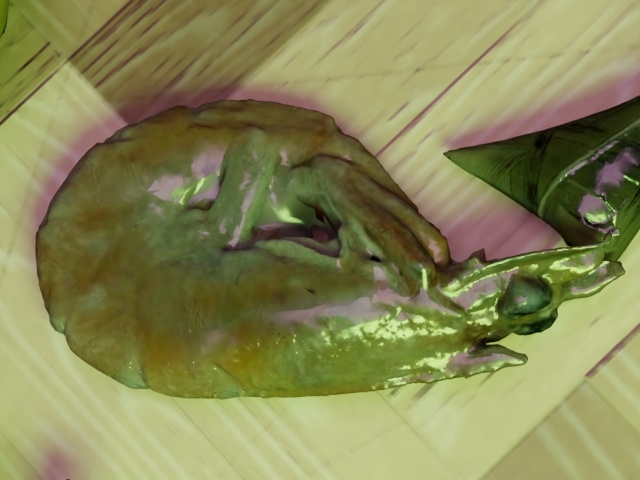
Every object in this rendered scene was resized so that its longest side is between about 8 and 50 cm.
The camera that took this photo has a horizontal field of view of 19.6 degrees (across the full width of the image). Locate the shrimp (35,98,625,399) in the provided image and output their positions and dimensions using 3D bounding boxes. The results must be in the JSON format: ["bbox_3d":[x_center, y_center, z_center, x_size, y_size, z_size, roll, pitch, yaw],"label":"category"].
[{"bbox_3d":[0.000,0.000,0.975,0.317,0.077,0.168,-2,76,11],"label":"shrimp"}]

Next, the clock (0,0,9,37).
[{"bbox_3d":[-0.297,-0.164,0.966,0.277,0.293,0.071,20,126,8],"label":"clock"}]

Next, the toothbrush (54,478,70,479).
[{"bbox_3d":[-0.171,0.326,0.933,0.040,0.042,0.418,10,84,42],"label":"toothbrush"}]

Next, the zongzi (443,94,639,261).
[{"bbox_3d":[0.139,-0.056,0.982,0.113,0.052,0.104,35,77,26],"label":"zongzi"}]
